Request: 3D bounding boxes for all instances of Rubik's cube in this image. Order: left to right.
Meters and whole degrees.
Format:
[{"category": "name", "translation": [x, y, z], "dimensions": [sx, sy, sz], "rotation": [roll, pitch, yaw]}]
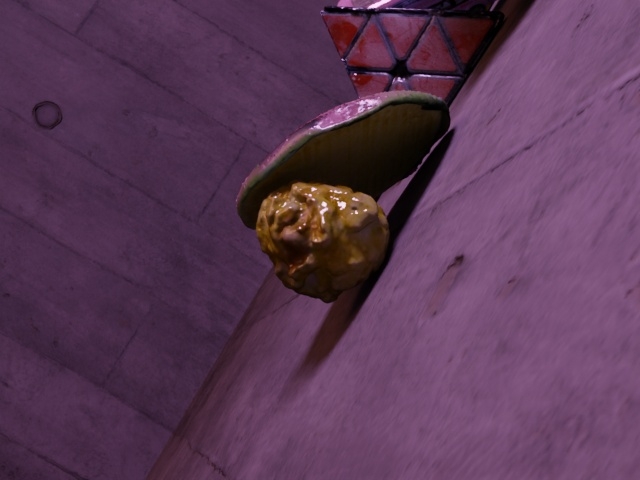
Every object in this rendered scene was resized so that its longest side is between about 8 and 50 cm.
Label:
[{"category": "Rubik's cube", "translation": [0.105, -0.218, 1.344], "dimensions": [0.211, 0.190, 0.178], "rotation": [-53, -12, 17]}]

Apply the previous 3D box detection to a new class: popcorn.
[{"category": "popcorn", "translation": [0.000, 0.000, 1.033], "dimensions": [0.116, 0.121, 0.106], "rotation": [-145, 74, -85]}]

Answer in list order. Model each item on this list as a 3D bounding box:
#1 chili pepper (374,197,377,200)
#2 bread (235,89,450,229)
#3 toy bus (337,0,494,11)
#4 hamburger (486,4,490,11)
[{"category": "chili pepper", "translation": [0.089, -0.175, 1.535], "dimensions": [0.368, 0.092, 0.137], "rotation": [-60, -8, -58]}, {"category": "bread", "translation": [0.020, -0.076, 1.108], "dimensions": [0.228, 0.033, 0.228], "rotation": [-25, -17, -8]}, {"category": "toy bus", "translation": [0.118, -0.286, 1.374], "dimensions": [0.203, 0.090, 0.063], "rotation": [-26, 49, 9]}, {"category": "hamburger", "translation": [0.165, -0.343, 1.519], "dimensions": [0.185, 0.131, 0.159], "rotation": [-57, 5, -39]}]
